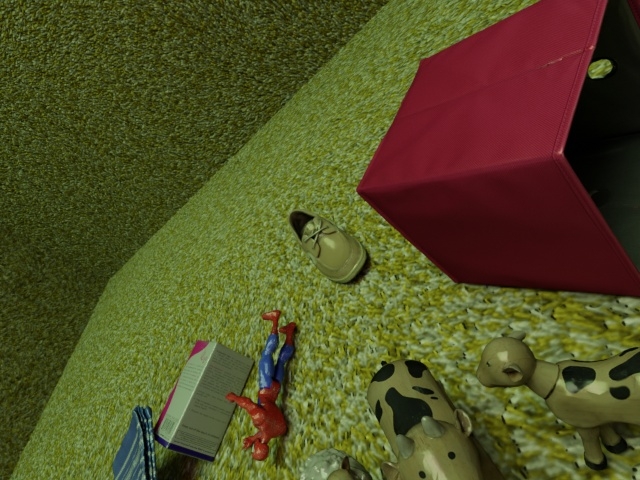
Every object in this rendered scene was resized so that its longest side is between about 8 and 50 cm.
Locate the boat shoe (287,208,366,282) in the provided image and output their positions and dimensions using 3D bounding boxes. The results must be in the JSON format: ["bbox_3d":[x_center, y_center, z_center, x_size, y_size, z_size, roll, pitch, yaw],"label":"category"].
[{"bbox_3d":[0.000,0.000,0.921,0.109,0.098,0.302,-50,29,3],"label":"boat shoe"}]

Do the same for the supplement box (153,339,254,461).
[{"bbox_3d":[-0.257,0.344,0.896,0.111,0.114,0.220,-12,50,50],"label":"supplement box"}]

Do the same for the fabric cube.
[{"bbox_3d":[0.255,-0.104,0.519,0.258,0.254,0.259,-2,56,56],"label":"fabric cube"}]

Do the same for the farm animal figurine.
[{"bbox_3d":[0.137,0.192,0.381,0.330,0.172,0.326,-37,13,-16],"label":"farm animal figurine"}]

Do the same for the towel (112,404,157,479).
[{"bbox_3d":[-0.373,0.536,0.801,0.243,0.040,0.336,-59,38,24],"label":"towel"}]

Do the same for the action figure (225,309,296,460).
[{"bbox_3d":[-0.124,0.287,0.795,0.139,0.091,0.281,-30,35,24],"label":"action figure"}]
